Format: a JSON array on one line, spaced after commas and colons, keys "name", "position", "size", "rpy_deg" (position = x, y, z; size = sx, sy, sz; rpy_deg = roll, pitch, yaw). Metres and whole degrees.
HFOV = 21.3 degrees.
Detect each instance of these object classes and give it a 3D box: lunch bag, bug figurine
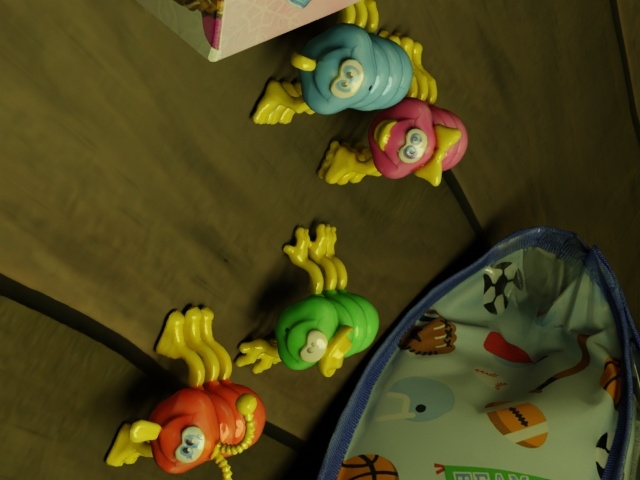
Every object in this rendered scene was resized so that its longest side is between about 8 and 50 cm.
[{"name": "lunch bag", "position": [0.111, 0.221, 1.230], "size": [0.328, 0.239, 0.385], "rpy_deg": [98, 12, -46]}, {"name": "bug figurine", "position": [0.000, 0.000, 0.854], "size": [0.216, 0.072, 0.279], "rpy_deg": [-15, 132, -65]}]

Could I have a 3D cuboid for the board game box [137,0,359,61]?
[{"name": "board game box", "position": [0.080, -0.250, 0.590], "size": [0.318, 0.066, 0.318], "rpy_deg": [-28, 145, -32]}]
